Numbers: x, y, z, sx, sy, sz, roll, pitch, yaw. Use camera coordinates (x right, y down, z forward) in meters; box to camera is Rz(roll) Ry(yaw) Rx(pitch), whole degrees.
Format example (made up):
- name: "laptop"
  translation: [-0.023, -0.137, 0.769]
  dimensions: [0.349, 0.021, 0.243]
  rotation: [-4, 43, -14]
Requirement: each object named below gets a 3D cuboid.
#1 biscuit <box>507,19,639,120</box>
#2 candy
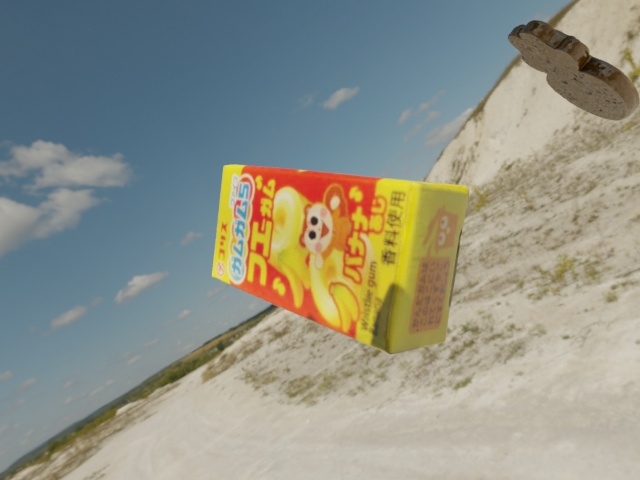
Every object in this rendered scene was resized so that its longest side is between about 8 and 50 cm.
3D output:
- name: "biscuit"
  translation: [0.306, -0.204, 0.537]
  dimensions: [0.026, 0.175, 0.124]
  rotation: [-54, 13, 12]
- name: "candy"
  translation: [0.000, 0.000, 0.459]
  dimensions: [0.088, 0.146, 0.276]
  rotation: [0, 11, -43]
